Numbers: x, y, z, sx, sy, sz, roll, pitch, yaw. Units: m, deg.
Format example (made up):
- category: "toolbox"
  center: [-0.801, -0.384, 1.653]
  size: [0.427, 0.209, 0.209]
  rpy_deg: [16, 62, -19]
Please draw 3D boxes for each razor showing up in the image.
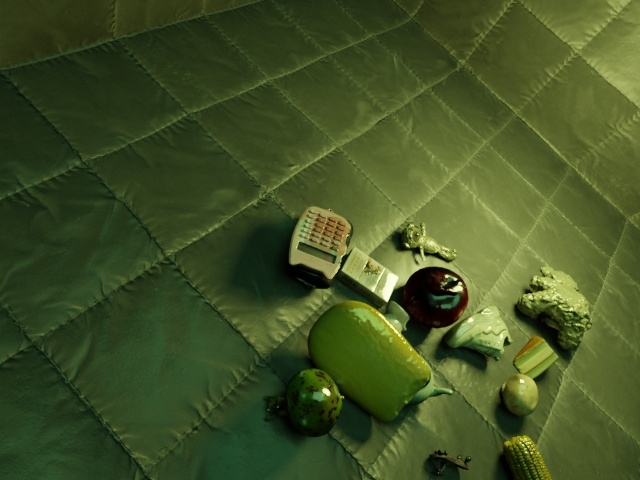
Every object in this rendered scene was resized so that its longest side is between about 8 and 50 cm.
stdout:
- category: "razor"
  center: [0.001, 0.032, 1.829]
  size: [0.204, 0.113, 0.349]
  rpy_deg: [27, 55, -4]

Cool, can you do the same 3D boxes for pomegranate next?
- category: "pomegranate"
  center: [-0.052, 0.525, 1.457]
  size: [0.262, 0.211, 0.211]
  rpy_deg: [-9, 62, -3]

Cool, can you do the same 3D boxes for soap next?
- category: "soap"
  center: [0.156, 0.412, 1.599]
  size: [0.427, 0.306, 0.115]
  rpy_deg: [45, 9, 0]

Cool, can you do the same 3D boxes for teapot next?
- category: "teapot"
  center: [0.333, 0.508, 1.684]
  size: [0.294, 0.129, 0.193]
  rpy_deg: [32, 51, -5]

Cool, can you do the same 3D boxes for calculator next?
- category: "calculator"
  center: [0.000, 0.000, 1.755]
  size: [0.219, 0.048, 0.330]
  rpy_deg: [22, 53, -2]

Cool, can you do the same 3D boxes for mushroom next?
- category: "mushroom"
  center: [0.810, 0.629, 1.847]
  size: [0.166, 0.127, 0.167]
  rpy_deg: [4, 81, -30]

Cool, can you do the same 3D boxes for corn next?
- category: "corn"
  center: [0.795, 0.901, 1.663]
  size: [0.131, 0.131, 0.345]
  rpy_deg: [-10, 67, -30]

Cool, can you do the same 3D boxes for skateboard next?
- category: "skateboard"
  center: [0.457, 0.798, 1.616]
  size: [0.151, 0.067, 0.080]
  rpy_deg: [16, 65, -10]

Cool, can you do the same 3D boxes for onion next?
- category: "onion"
  center: [0.477, 0.214, 1.854]
  size: [0.272, 0.285, 0.273]
  rpy_deg: [0, 59, 0]

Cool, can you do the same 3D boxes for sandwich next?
- category: "sandwich"
  center: [0.954, 0.531, 2.045]
  size: [0.187, 0.144, 0.117]
  rpy_deg: [-37, 78, -1]

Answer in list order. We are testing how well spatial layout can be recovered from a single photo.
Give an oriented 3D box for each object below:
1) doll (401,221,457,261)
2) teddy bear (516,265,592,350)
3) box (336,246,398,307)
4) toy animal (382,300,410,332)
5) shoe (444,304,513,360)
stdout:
- category: "doll"
  center: [0.502, 0.027, 2.103]
  size: [0.286, 0.091, 0.203]
  rpy_deg: [46, 63, -7]
- category: "teddy bear"
  center: [1.159, 0.292, 2.204]
  size: [0.357, 0.224, 0.367]
  rpy_deg: [39, 37, 3]
- category: "box"
  center: [0.195, 0.152, 1.878]
  size: [0.233, 0.067, 0.150]
  rpy_deg: [35, 52, -3]
- category: "toy animal"
  center: [0.252, 0.359, 1.770]
  size: [0.103, 0.131, 0.221]
  rpy_deg: [32, 73, 31]
- category: "shoe"
  center: [0.684, 0.413, 1.910]
  size: [0.341, 0.132, 0.211]
  rpy_deg: [-16, 66, -36]
